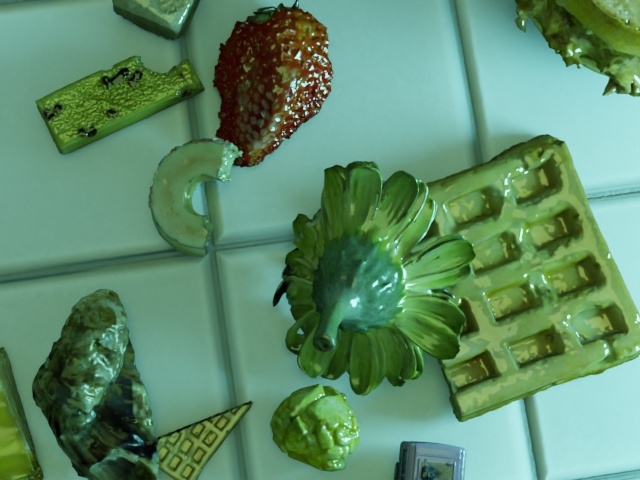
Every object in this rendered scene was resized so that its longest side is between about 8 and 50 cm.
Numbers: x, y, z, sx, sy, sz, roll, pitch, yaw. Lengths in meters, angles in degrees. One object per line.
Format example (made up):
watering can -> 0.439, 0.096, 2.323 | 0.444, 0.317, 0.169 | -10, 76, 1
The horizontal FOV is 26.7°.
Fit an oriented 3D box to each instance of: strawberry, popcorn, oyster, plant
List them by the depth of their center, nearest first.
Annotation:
plant -> 0.026, 0.070, 1.768 | 0.297, 0.261, 0.306 | -34, 109, -36
oyster -> -0.289, 0.221, 1.801 | 0.166, 0.094, 0.294 | -28, 80, -4
popcorn -> -0.004, 0.250, 1.818 | 0.120, 0.116, 0.106 | -8, 41, 34
strawberry -> -0.066, -0.229, 1.891 | 0.175, 0.107, 0.236 | -4, 81, -4

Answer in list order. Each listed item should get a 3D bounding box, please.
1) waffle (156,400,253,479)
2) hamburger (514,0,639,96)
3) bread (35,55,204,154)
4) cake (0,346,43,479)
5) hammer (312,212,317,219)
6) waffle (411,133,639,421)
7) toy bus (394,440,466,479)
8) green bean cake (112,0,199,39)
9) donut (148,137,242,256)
waffle -> -0.172, 0.255, 1.842 | 0.097, 0.023, 0.153 | 37, 81, 2
hamburger -> 0.405, -0.354, 1.860 | 0.445, 0.268, 0.287 | 41, 78, 0
bread -> -0.283, -0.205, 1.902 | 0.226, 0.049, 0.088 | -27, 83, -8
cake -> -0.415, 0.240, 1.804 | 0.116, 0.080, 0.185 | 14, 75, 2
hammer -> 0.000, 0.000, 1.897 | 0.052, 0.031, 0.083 | -4, 70, -4
waffle -> 0.270, 0.045, 1.880 | 0.304, 0.077, 0.348 | -20, 82, -8
toy bus -> 0.146, 0.369, 1.798 | 0.096, 0.108, 0.199 | 6, 80, -2
green bean cake -> -0.214, -0.386, 1.921 | 0.109, 0.085, 0.179 | 23, 80, -1
donut -> -0.180, -0.066, 1.869 | 0.108, 0.065, 0.166 | 15, 90, 15
